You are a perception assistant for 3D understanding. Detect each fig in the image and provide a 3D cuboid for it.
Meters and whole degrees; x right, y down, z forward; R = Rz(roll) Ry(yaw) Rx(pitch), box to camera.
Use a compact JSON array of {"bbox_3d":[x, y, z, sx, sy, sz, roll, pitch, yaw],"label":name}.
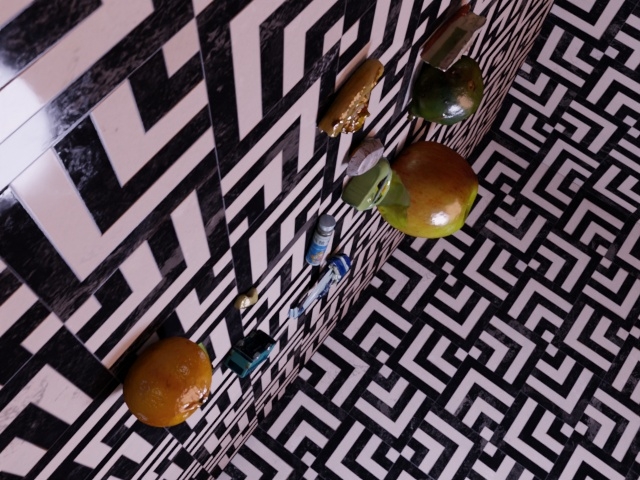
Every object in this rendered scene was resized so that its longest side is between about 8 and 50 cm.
[{"bbox_3d":[0.325,-0.405,1.868,0.245,0.195,0.195,-13,-156,45],"label":"fig"}]

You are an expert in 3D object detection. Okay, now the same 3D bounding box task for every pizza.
[{"bbox_3d":[0.064,-0.270,1.408,0.182,0.062,0.161,-52,170,-17],"label":"pizza"}]

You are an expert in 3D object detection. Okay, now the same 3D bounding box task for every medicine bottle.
[{"bbox_3d":[0.000,0.000,1.947,0.051,0.051,0.191,-46,165,-36],"label":"medicine bottle"}]

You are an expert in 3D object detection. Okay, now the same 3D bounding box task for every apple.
[{"bbox_3d":[0.369,-0.165,2.328,0.339,0.340,0.339,-51,168,-15],"label":"apple"}]

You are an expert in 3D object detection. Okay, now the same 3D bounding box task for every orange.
[{"bbox_3d":[-0.293,0.275,1.322,0.178,0.155,0.177,-40,170,-9],"label":"orange"}]

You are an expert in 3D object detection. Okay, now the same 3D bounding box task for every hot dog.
[{"bbox_3d":[0.116,-0.220,1.783,0.099,0.053,0.192,-60,170,30],"label":"hot dog"}]

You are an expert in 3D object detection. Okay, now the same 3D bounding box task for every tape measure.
[{"bbox_3d":[0.141,-0.161,1.953,0.177,0.087,0.154,-56,157,-2],"label":"tape measure"}]

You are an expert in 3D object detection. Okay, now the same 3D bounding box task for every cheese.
[{"bbox_3d":[-0.181,0.144,1.687,0.083,0.030,0.044,-18,121,-64],"label":"cheese"}]

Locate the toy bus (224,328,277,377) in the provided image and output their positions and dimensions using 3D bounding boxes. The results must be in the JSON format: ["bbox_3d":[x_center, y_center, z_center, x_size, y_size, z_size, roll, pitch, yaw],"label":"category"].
[{"bbox_3d":[-0.204,0.330,2.001,0.091,0.079,0.160,-60,166,23],"label":"toy bus"}]

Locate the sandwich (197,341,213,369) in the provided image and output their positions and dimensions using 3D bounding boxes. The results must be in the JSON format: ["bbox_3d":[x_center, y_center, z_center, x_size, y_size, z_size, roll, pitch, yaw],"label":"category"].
[{"bbox_3d":[-0.326,0.302,1.616,0.116,0.074,0.074,-24,-178,24],"label":"sandwich"}]

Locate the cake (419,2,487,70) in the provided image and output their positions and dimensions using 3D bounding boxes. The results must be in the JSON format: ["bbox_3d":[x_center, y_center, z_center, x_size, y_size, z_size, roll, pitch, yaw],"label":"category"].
[{"bbox_3d":[0.348,-0.527,1.738,0.220,0.086,0.116,-42,164,-46],"label":"cake"}]

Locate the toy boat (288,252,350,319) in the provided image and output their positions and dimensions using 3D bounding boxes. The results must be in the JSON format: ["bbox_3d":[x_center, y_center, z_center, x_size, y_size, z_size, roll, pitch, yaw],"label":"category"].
[{"bbox_3d":[0.003,0.161,2.391,0.291,0.070,0.210,-52,164,6],"label":"toy boat"}]
